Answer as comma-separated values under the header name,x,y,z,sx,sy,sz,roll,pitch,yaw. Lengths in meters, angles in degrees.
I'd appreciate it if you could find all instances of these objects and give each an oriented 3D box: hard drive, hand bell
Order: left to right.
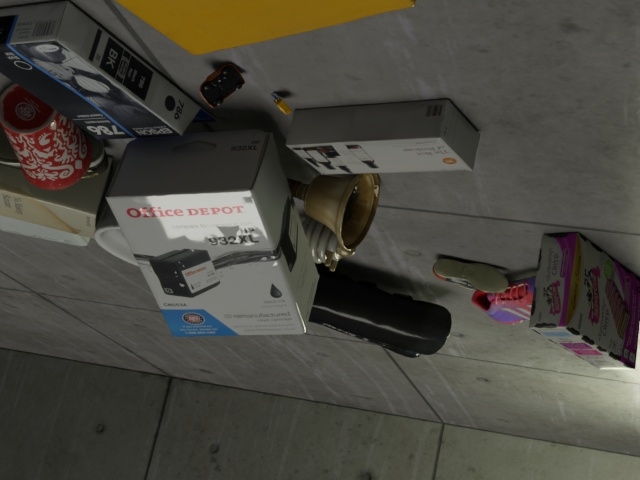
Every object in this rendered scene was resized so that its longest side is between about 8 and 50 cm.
name,x,y,z,sx,sy,sz,roll,pitch,yaw
hard drive,-0.590,-0.070,2.186,0.203,0.040,0.307,11,162,7
hand bell,-0.045,-0.080,1.698,0.242,0.126,0.126,18,166,22

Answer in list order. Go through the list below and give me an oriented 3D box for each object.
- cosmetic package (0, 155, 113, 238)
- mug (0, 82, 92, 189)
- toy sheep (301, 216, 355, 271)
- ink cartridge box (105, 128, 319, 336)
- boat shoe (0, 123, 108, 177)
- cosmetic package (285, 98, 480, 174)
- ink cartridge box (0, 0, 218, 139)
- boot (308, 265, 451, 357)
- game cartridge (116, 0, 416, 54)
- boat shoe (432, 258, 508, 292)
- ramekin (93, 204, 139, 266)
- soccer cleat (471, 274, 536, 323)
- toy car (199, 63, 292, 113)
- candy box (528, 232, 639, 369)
name,x,y,z,sx,sy,sz,roll,pitch,yaw
cosmetic package,-0.517,-0.109,1.890,0.309,0.113,0.160,15,163,-5
mug,-0.434,-0.163,1.663,0.150,0.113,0.169,9,159,5
toy sheep,0.000,0.000,1.904,0.132,0.091,0.091,17,165,19
ink cartridge box,-0.150,-0.002,1.634,0.223,0.129,0.307,-2,135,16
boat shoe,-0.456,-0.143,1.785,0.228,0.081,0.068,9,159,4
cosmetic package,0.081,-0.132,1.470,0.239,0.060,0.099,0,160,35
ink cartridge box,-0.298,-0.208,1.503,0.165,0.065,0.333,1,160,33
boot,0.047,0.121,2.114,0.445,0.146,0.367,23,175,-15
game cartridge,-0.106,-0.296,1.118,0.324,0.052,0.285,-5,156,39
boat shoe,0.267,0.064,1.982,0.137,0.049,0.043,14,166,5
ramekin,-0.234,-0.031,1.892,0.277,0.135,0.277,12,162,4
soccer cleat,0.354,0.101,1.991,0.095,0.083,0.248,20,165,-8
toy car,-0.103,-0.186,1.448,0.122,0.060,0.040,31,-173,-31
candy box,0.435,0.102,1.793,0.071,0.159,0.233,-6,155,43
